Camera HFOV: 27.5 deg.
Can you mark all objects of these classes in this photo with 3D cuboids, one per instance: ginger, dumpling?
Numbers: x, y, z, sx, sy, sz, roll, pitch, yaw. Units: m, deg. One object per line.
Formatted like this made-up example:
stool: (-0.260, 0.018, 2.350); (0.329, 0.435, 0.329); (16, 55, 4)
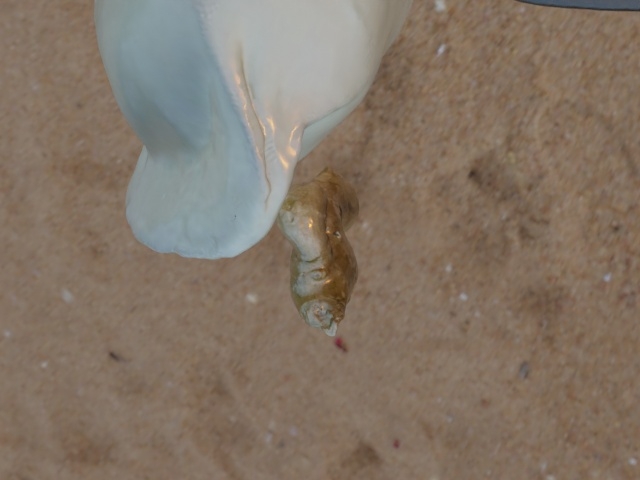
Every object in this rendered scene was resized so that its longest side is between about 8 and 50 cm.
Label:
ginger: (0.004, 0.007, 1.186); (0.059, 0.214, 0.133); (-15, 98, 12)
dumpling: (-0.028, -0.106, 0.575); (0.132, 0.250, 0.162); (22, 159, -20)

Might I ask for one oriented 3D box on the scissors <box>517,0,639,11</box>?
scissors: (0.169, -0.107, 0.534); (0.017, 0.220, 0.088); (-147, 56, -63)
